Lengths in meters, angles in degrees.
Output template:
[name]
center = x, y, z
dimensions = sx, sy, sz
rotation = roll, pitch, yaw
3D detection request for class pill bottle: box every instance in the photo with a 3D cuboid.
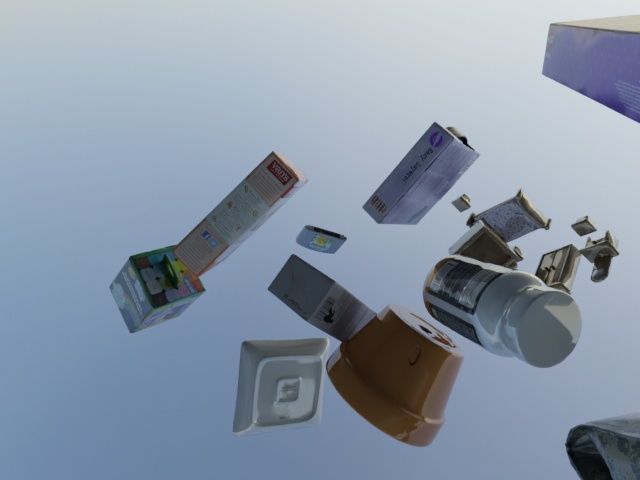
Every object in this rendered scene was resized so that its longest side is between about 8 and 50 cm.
[pill bottle]
center = 0.331, 0.125, 0.802
dimensions = 0.162, 0.162, 0.278
rotation = -22, -166, -13

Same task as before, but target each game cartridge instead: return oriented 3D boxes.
[game cartridge]
center = 0.000, 0.000, 0.771
dimensions = 0.083, 0.056, 0.017
rotation = 16, -125, -19

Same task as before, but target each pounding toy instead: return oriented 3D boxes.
[pounding toy]
center = 0.405, 0.044, 1.048
dimensions = 0.141, 0.130, 0.100
rotation = 42, -160, -2

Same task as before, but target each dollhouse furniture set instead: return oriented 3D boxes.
[dollhouse furniture set]
center = 0.576, -0.013, 1.186
dimensions = 0.355, 0.303, 0.174
rotation = 42, -123, -6

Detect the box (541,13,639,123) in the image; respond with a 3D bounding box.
[box]
center = 0.318, -0.143, 0.320
dimensions = 0.201, 0.057, 0.293
rotation = 1, -151, 11

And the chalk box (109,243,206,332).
[chalk box]
center = -0.493, 0.135, 1.290
dimensions = 0.179, 0.289, 0.180
rotation = -18, -104, -49

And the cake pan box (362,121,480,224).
[cake pan box]
center = 0.255, -0.150, 1.016
dimensions = 0.070, 0.267, 0.246
rotation = 49, -153, 21

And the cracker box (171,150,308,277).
[cracker box]
center = -0.129, -0.048, 0.721
dimensions = 0.232, 0.067, 0.155
rotation = -43, -177, 9

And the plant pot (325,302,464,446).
[plant pot]
center = 0.186, 0.281, 0.958
dimensions = 0.291, 0.291, 0.203
rotation = 37, -80, 38

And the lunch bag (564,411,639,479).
[lunch bag]
center = 0.511, 0.304, 0.554
dimensions = 0.235, 0.287, 0.168
rotation = -10, -107, 0

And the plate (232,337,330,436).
[plate]
center = -0.100, 0.421, 1.196
dimensions = 0.277, 0.277, 0.045
rotation = 5, -177, -27

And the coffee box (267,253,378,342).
[coffee box]
center = 0.026, 0.172, 1.097
dimensions = 0.168, 0.297, 0.118
rotation = 30, -97, 42
